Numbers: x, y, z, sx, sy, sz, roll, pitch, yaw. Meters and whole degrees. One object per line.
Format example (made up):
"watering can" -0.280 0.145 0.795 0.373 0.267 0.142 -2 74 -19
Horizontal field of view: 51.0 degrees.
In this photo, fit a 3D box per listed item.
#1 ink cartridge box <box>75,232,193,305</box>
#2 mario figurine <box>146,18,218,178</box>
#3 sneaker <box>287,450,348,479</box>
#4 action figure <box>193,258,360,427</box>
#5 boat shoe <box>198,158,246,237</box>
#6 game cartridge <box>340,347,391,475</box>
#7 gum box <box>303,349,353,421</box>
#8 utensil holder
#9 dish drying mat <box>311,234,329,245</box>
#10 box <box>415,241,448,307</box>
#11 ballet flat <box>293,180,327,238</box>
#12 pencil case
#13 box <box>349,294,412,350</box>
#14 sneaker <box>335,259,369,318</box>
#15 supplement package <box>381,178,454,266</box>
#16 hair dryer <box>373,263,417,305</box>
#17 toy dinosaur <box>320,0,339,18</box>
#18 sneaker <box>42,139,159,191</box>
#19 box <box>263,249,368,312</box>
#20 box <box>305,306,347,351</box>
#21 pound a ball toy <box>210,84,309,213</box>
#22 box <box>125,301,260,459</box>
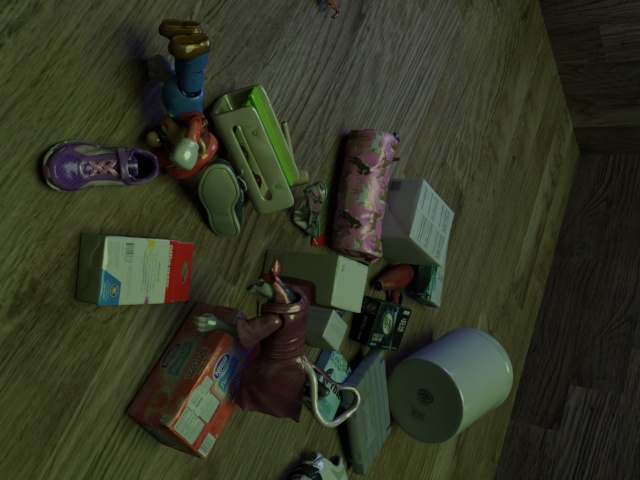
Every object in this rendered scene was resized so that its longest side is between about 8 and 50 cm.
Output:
"ink cartridge box" -0.370 0.059 1.361 0.231 0.078 0.134 5 91 -55
"mario figurine" -0.299 -0.263 1.342 0.198 0.170 0.321 -68 169 -53
"sneaker" -0.041 0.679 1.903 0.330 0.122 0.146 14 65 -54
"action figure" -0.082 0.219 1.400 0.248 0.275 0.370 -33 134 -42
"boat shoe" -0.213 -0.104 1.502 0.255 0.095 0.079 83 12 -56
"game cartridge" 0.148 0.549 2.153 0.230 0.068 0.355 -39 131 -46
"gum box" 0.022 0.429 2.001 0.184 0.041 0.157 -62 140 -28
"utensil holder" 0.461 0.511 2.397 0.385 0.327 0.328 -11 104 -52
"dish drying mat" 0.000 0.000 1.940 0.083 0.008 0.032 -4 97 -54
"box" 0.411 0.071 2.437 0.232 0.058 0.322 32 64 -67
"ballet flat" -0.033 -0.079 1.802 0.221 0.079 0.077 101 -22 -57
"pencil case" 0.133 -0.134 1.987 0.160 0.167 0.386 79 21 -82
"box" 0.196 0.268 2.155 0.180 0.077 0.147 19 91 -48
"sneaker" 0.078 0.147 2.027 0.221 0.083 0.087 -51 147 -31
"supplement package" 0.275 -0.057 2.156 0.262 0.199 0.198 36 65 -51
"hair dryer" 0.264 0.188 2.279 0.293 0.080 0.224 44 60 -48
"toy dinosaur" 0.023 -0.648 1.839 0.082 0.090 0.047 33 81 -18
"sneaker" -0.402 -0.141 1.267 0.236 0.104 0.095 -12 105 -53
"box" -0.018 0.105 1.734 0.148 0.232 0.127 22 76 -53
"box" 0.003 0.249 1.898 0.101 0.101 0.087 52 51 -45
"pound a ball toy" -0.147 -0.215 1.627 0.208 0.135 0.319 -81 155 -52
"box" -0.266 0.303 1.487 0.300 0.142 0.154 -61 139 -30
